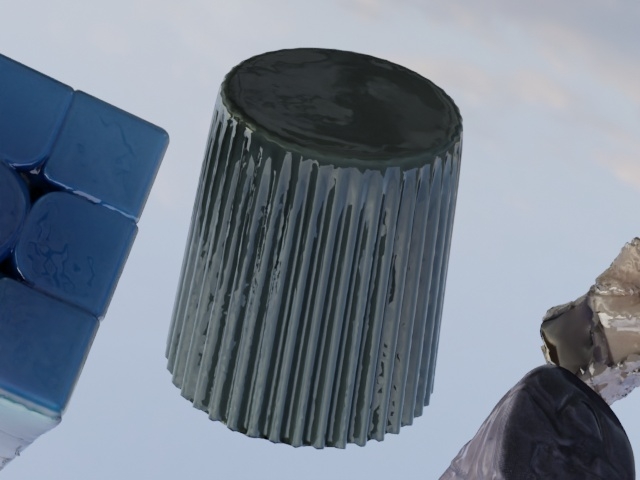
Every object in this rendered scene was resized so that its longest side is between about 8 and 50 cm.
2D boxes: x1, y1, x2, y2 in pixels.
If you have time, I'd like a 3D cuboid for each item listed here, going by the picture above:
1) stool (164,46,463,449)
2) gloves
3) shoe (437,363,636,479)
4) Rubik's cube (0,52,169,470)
[{"bbox_3d":[0.000,0.000,2.006,0.297,0.330,0.297,7,-149,-4],"label":"stool"},{"bbox_3d":[0.219,0.062,1.285,0.144,0.110,0.094,-5,150,21],"label":"gloves"},{"bbox_3d":[0.087,0.176,1.099,0.095,0.137,0.245,44,-133,-9],"label":"shoe"},{"bbox_3d":[-0.344,0.010,1.730,0.290,0.291,0.291,24,157,-14],"label":"Rubik's cube"}]
